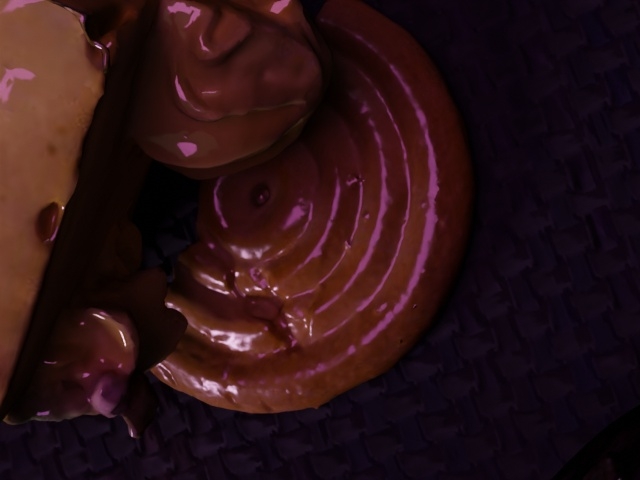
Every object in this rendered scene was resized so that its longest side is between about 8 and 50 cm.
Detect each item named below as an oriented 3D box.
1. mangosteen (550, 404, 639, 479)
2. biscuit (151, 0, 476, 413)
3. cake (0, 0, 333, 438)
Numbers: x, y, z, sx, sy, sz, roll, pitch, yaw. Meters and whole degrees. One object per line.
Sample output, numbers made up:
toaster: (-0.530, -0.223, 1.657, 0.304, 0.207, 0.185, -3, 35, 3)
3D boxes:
mangosteen: (0.209, 0.190, 0.730, 0.297, 0.313, 0.297, -32, 51, 50)
biscuit: (0.000, 0.000, 0.933, 0.144, 0.033, 0.224, 37, 101, 19)
cake: (-0.160, -0.054, 0.866, 0.286, 0.222, 0.227, 24, 111, 5)
